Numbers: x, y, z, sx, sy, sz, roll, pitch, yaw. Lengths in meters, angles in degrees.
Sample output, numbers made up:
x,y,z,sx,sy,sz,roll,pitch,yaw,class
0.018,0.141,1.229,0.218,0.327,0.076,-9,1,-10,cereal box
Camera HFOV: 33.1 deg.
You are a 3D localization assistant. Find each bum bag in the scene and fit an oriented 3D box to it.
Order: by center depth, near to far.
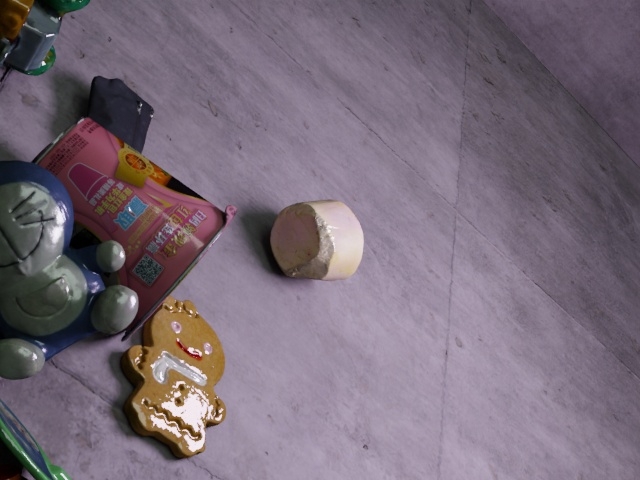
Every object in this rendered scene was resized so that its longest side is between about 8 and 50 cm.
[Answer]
x,y,z,sx,sy,sz,roll,pitch,yaw,class
-0.321,-0.141,1.660,0.123,0.060,0.248,28,45,-32,bum bag

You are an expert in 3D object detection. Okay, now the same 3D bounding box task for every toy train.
x,y,z,sx,sy,sz,roll,pitch,yaw,class
-0.471,-0.407,1.597,0.249,0.178,0.429,24,43,-22,toy train

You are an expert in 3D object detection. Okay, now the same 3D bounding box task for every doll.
x,y,z,sx,sy,sz,roll,pitch,yaw,class
-0.371,0.024,1.348,0.258,0.228,0.154,63,-8,-15,doll

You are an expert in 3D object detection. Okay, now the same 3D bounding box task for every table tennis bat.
x,y,z,sx,sy,sz,roll,pitch,yaw,class
-0.331,0.266,1.273,0.257,0.039,0.160,60,-14,-26,table tennis bat

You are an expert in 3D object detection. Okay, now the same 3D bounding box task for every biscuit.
x,y,z,sx,sy,sz,roll,pitch,yaw,class
-0.203,0.190,1.560,0.184,0.035,0.249,39,37,-25,biscuit

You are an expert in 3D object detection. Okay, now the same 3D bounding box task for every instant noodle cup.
x,y,z,sx,sy,sz,roll,pitch,yaw,class
-0.285,-0.029,1.488,0.255,0.244,0.244,43,35,-7,instant noodle cup

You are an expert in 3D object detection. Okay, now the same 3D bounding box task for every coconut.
x,y,z,sx,sy,sz,roll,pitch,yaw,class
0.000,0.000,1.880,0.152,0.147,0.147,-2,65,-55,coconut

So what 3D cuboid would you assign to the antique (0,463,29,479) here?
x,y,z,sx,sy,sz,roll,pitch,yaw,class
-0.360,0.307,1.208,0.104,0.104,0.104,32,41,-33,antique
